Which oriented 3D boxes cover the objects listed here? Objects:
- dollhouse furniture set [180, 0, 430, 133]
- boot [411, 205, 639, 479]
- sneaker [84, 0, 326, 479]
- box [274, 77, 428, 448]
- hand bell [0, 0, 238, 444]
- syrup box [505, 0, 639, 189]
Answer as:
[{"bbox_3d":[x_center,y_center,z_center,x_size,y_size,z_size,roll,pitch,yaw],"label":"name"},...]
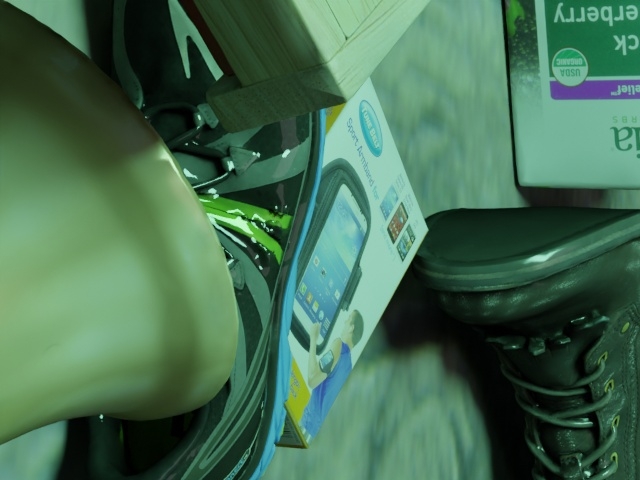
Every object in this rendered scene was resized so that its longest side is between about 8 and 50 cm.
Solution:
[{"bbox_3d":[-0.082,-0.095,0.356,0.184,0.129,0.129,59,42,-22],"label":"dollhouse furniture set"},{"bbox_3d":[0.119,0.099,0.788,0.263,0.091,0.229,-1,92,-61],"label":"boot"},{"bbox_3d":[-0.042,-0.005,0.531,0.078,0.067,0.188,-6,100,-65],"label":"sneaker"},{"bbox_3d":[0.000,0.000,0.643,0.136,0.028,0.081,-58,138,-38],"label":"box"},{"bbox_3d":[-0.142,0.059,0.365,0.242,0.126,0.126,-43,128,-34],"label":"hand bell"},{"bbox_3d":[0.144,-0.145,0.811,0.096,0.093,0.237,-24,113,-57],"label":"syrup box"}]
